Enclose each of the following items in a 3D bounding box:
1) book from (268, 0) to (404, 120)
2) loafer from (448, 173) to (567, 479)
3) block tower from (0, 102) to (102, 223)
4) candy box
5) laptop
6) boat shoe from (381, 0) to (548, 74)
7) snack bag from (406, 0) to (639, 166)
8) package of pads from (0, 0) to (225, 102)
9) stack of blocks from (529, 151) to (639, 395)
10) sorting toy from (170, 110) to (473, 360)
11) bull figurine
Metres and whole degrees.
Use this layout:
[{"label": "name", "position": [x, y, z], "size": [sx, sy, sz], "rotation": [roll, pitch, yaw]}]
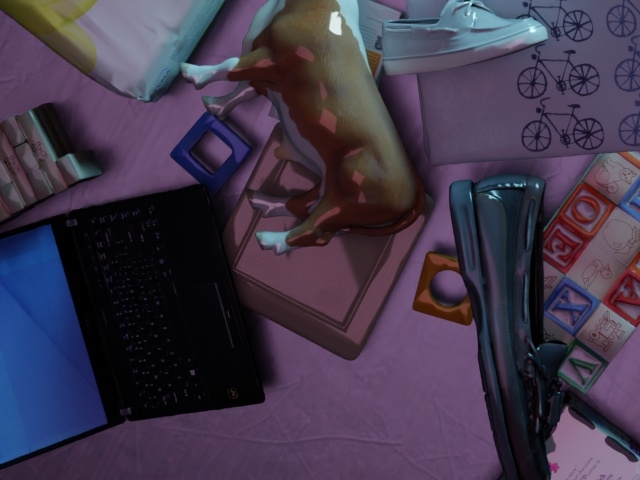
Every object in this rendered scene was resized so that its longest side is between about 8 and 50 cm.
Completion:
[{"label": "book", "position": [0.015, -0.177, 1.921], "size": [0.096, 0.035, 0.144], "rotation": [22, 99, 9]}, {"label": "loafer", "position": [0.192, 0.085, 1.803], "size": [0.095, 0.109, 0.303], "rotation": [-11, 93, 8]}, {"label": "block tower", "position": [-0.397, -0.031, 1.971], "size": [0.335, 0.091, 0.097], "rotation": [-26, 93, 10]}, {"label": "candy box", "position": [0.292, 0.286, 1.916], "size": [0.233, 0.071, 0.159], "rotation": [38, 101, 2]}, {"label": "laptop", "position": [-0.224, 0.090, 1.924], "size": [0.264, 0.136, 0.234], "rotation": [-10, 101, 27]}, {"label": "boat shoe", "position": [0.133, -0.199, 1.817], "size": [0.184, 0.066, 0.063], "rotation": [-4, 101, 47]}, {"label": "snack bag", "position": [0.211, -0.246, 1.804], "size": [0.323, 0.037, 0.343], "rotation": [-1, 101, 36]}, {"label": "package of pads", "position": [-0.230, -0.301, 1.906], "size": [0.296, 0.101, 0.229], "rotation": [35, 100, 4]}, {"label": "stack of blocks", "position": [0.313, 0.004, 1.868], "size": [0.171, 0.087, 0.297], "rotation": [36, 101, 4]}, {"label": "sorting toy", "position": [0.000, 0.000, 1.939], "size": [0.347, 0.047, 0.196], "rotation": [28, 105, 5]}, {"label": "bull figurine", "position": [-0.016, -0.137, 1.850], "size": [0.188, 0.101, 0.310], "rotation": [-24, 83, 6]}]
